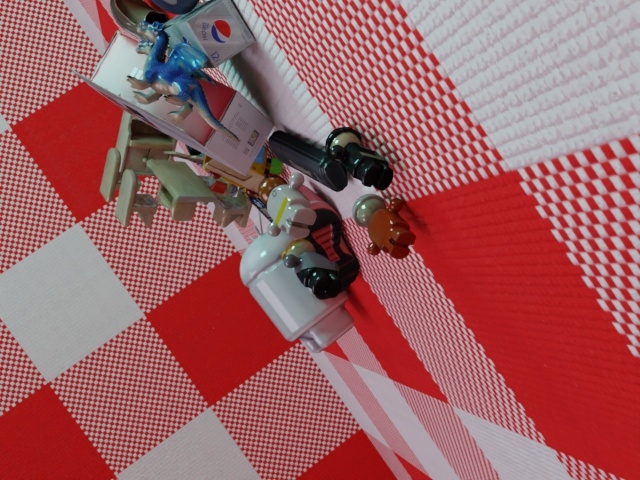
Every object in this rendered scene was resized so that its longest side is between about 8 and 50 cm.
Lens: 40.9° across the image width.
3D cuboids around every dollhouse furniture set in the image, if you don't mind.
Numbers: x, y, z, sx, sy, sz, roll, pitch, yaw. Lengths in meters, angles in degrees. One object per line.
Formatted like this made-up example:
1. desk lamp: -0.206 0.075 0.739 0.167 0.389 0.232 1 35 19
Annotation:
1. dollhouse furniture set: -0.409 -0.234 2.351 0.394 0.362 0.256 45 125 45

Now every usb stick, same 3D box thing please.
1. usb stick: -0.027 -0.152 1.612 0.077 0.045 0.278 61 167 -27

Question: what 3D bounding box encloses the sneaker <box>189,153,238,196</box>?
1. sneaker: -0.311 -0.240 2.568 0.223 0.083 0.098 51 146 9

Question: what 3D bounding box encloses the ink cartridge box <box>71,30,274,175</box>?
1. ink cartridge box: -0.287 -0.280 1.694 0.309 0.130 0.272 29 178 20

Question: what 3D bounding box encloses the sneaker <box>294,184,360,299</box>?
1. sneaker: 0.000 0.000 1.869 0.314 0.116 0.136 77 166 -48

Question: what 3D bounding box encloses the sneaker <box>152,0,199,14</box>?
1. sneaker: -0.282 -0.511 1.430 0.131 0.112 0.319 40 163 51

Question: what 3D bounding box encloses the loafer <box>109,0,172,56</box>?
1. loafer: -0.403 -0.523 2.043 0.251 0.094 0.087 42 142 15

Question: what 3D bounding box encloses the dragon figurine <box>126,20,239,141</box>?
1. dragon figurine: -0.237 -0.288 1.503 0.289 0.144 0.085 28 159 21

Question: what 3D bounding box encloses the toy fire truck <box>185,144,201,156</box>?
1. toy fire truck: -0.335 -0.345 2.140 0.217 0.158 0.246 160 87 -80

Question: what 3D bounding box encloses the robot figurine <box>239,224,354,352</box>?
1. robot figurine: -0.068 0.114 2.186 0.353 0.200 0.300 52 152 4

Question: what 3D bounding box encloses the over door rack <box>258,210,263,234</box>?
1. over door rack: -0.120 0.039 2.507 0.239 0.108 0.324 70 176 -52

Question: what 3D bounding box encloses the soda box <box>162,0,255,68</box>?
1. soda box: -0.218 -0.384 1.599 0.098 0.091 0.286 58 169 -20

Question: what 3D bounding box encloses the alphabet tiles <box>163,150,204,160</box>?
1. alphabet tiles: -0.272 -0.195 2.182 0.237 0.009 0.198 14 180 -25

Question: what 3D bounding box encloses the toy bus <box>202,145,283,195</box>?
1. toy bus: -0.166 -0.180 1.967 0.202 0.191 0.104 76 -161 -62

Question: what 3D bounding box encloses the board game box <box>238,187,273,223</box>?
1. board game box: -0.135 -0.098 2.186 0.141 0.048 0.170 47 171 -10

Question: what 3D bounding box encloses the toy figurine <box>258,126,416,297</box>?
1. toy figurine: 0.019 -0.043 1.310 0.148 0.209 0.213 51 170 51
